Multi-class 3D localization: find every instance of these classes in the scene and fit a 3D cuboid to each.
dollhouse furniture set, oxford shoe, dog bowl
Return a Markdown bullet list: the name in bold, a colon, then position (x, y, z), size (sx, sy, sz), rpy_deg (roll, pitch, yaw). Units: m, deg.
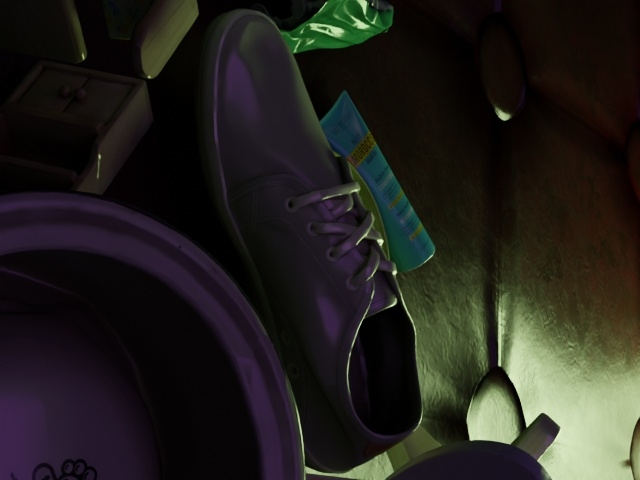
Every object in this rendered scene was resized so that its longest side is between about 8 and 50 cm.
- **dollhouse furniture set**: position (-0.214, -0.135, 0.853), size (0.242, 0.212, 0.161), rpy_deg (85, 24, -46)
- **oxford shoe**: position (0.000, 0.000, 1.121), size (0.169, 0.130, 0.449), rpy_deg (-21, 99, -49)
- **dog bowl**: position (-0.209, 0.174, 0.791), size (0.408, 0.150, 0.408), rpy_deg (3, 86, -41)

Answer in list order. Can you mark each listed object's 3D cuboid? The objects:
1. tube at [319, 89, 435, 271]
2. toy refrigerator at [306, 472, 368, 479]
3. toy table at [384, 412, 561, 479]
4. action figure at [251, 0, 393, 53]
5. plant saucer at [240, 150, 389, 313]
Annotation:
- **tube**: position (0.059, -0.062, 1.346), size (0.207, 0.052, 0.080), rpy_deg (59, 35, -20)
- **toy refrigerator**: position (-0.070, 0.251, 1.072), size (0.269, 0.094, 0.102), rpy_deg (19, 73, -49)
- **toy table**: position (0.142, 0.288, 1.216), size (0.252, 0.274, 0.161), rpy_deg (53, 26, 2)
- **action figure**: position (0.016, -0.236, 1.274), size (0.232, 0.137, 0.063), rpy_deg (-14, 83, -62)
- **plant saucer**: position (-0.009, 0.022, 1.241), size (0.241, 0.037, 0.241), rpy_deg (13, 74, -52)
